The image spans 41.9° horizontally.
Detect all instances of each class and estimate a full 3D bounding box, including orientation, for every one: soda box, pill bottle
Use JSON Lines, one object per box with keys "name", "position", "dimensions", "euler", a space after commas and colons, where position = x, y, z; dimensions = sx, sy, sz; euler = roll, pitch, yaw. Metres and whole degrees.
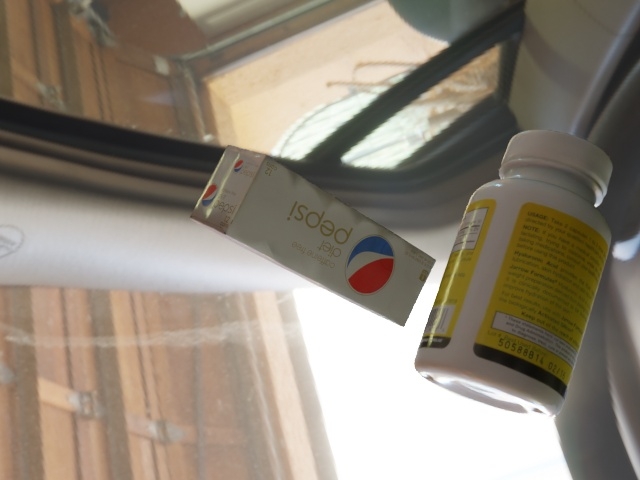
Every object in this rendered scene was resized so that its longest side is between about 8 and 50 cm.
{"name": "soda box", "position": [0.000, 0.000, 0.730], "dimensions": [0.216, 0.074, 0.069], "euler": [29, 175, -36]}
{"name": "pill bottle", "position": [0.088, 0.013, 0.365], "dimensions": [0.116, 0.065, 0.065], "euler": [-68, -26, -14]}
